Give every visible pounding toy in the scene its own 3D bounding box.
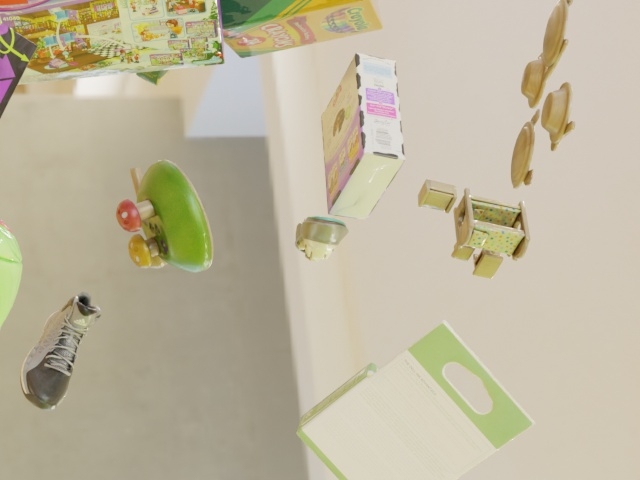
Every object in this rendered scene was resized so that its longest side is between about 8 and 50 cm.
[{"bbox_3d":[-0.266,-0.022,1.917,0.237,0.110,0.183,3,-67,62],"label":"pounding toy"}]

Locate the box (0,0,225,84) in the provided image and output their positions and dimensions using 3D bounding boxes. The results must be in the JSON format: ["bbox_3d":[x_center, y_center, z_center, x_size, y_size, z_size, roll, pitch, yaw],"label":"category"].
[{"bbox_3d":[-0.281,-0.309,1.667,0.201,0.293,0.057,89,-6,-55],"label":"box"}]

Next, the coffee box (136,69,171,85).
[{"bbox_3d":[-0.214,-0.326,1.814,0.113,0.040,0.184,-58,174,-42],"label":"coffee box"}]

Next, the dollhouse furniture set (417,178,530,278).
[{"bbox_3d":[0.241,0.003,2.131,0.161,0.182,0.101,114,-17,-44],"label":"dollhouse furniture set"}]

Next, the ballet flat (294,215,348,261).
[{"bbox_3d":[0.000,0.000,1.898,0.213,0.072,0.068,180,-80,-84],"label":"ballet flat"}]

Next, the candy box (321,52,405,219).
[{"bbox_3d":[0.063,-0.160,1.912,0.165,0.070,0.196,122,-28,-52],"label":"candy box"}]

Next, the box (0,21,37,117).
[{"bbox_3d":[-0.403,-0.208,1.353,0.029,0.162,0.116,-14,-130,54],"label":"box"}]

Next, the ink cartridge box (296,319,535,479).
[{"bbox_3d":[0.113,0.215,1.483,0.235,0.171,0.056,-40,-173,16],"label":"ink cartridge box"}]

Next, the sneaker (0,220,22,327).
[{"bbox_3d":[-0.515,0.020,1.084,0.185,0.483,0.202,148,-45,-85],"label":"sneaker"}]

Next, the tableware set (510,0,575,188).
[{"bbox_3d":[0.208,-0.134,1.152,0.141,0.020,0.168,113,-13,-68],"label":"tableware set"}]

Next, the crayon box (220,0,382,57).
[{"bbox_3d":[-0.016,-0.401,2.125,0.202,0.319,0.081,27,53,-78],"label":"crayon box"}]

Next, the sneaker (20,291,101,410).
[{"bbox_3d":[-0.430,0.168,2.087,0.132,0.086,0.228,-47,-156,33],"label":"sneaker"}]
